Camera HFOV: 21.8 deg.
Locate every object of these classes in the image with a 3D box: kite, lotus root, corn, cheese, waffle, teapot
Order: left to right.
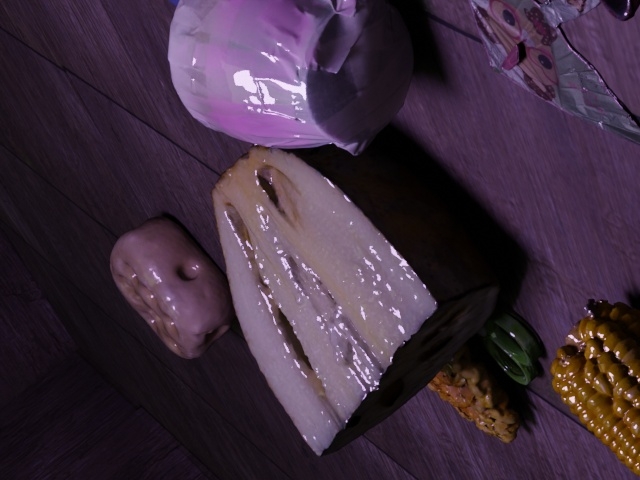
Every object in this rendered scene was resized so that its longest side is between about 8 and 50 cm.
[{"bbox_3d":[-0.213,0.074,2.482,0.218,0.117,0.235,35,157,42],"label":"cheese"},{"bbox_3d":[-0.004,-0.177,1.338,0.163,0.222,0.178,11,-172,-46],"label":"teapot"},{"bbox_3d":[0.020,0.019,1.562,0.260,0.149,0.267,53,138,19],"label":"lotus root"},{"bbox_3d":[0.108,0.107,1.729,0.245,0.052,0.254,37,167,42],"label":"waffle"},{"bbox_3d":[0.154,-0.151,1.139,0.229,0.012,0.250,51,163,-1],"label":"kite"},{"bbox_3d":[0.304,0.174,1.276,0.313,0.102,0.102,46,164,21],"label":"corn"}]

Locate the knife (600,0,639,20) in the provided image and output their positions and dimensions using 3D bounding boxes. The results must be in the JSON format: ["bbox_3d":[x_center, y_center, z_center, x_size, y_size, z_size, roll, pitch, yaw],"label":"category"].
[{"bbox_3d":[0.104,-0.240,0.998,0.278,0.053,0.123,45,159,20],"label":"knife"}]

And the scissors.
[{"bbox_3d":[0.137,0.057,1.621,0.204,0.027,0.101,43,161,22],"label":"scissors"}]

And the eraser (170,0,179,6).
[{"bbox_3d":[-0.145,-0.294,1.605,0.082,0.036,0.225,38,160,41],"label":"eraser"}]
